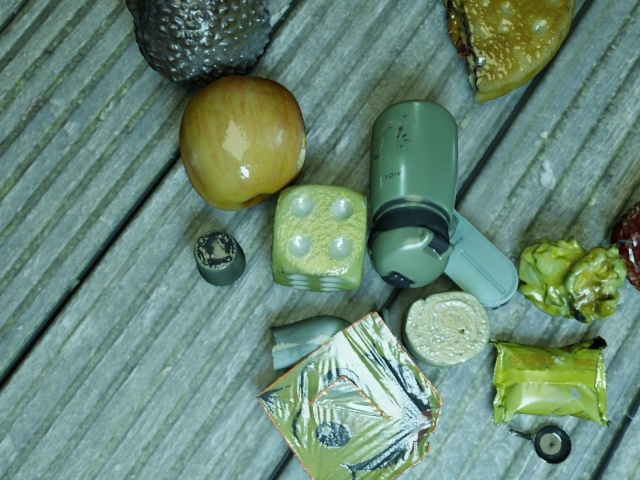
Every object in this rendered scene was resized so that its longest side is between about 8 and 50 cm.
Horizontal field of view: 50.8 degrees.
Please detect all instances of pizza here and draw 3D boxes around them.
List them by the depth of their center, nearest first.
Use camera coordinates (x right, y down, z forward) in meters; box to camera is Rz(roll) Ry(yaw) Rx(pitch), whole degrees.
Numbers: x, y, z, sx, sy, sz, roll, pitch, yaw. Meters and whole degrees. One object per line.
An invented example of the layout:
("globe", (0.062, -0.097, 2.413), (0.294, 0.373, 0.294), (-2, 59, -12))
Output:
("pizza", (0.378, -0.469, 1.392), (0.278, 0.114, 0.408), (20, 76, 6))

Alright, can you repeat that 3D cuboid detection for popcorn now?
("popcorn", (0.448, 0.061, 1.209), (0.174, 0.195, 0.168), (-38, 85, -3))

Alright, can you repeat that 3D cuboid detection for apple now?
("apple", (-0.141, -0.178, 1.275), (0.242, 0.242, 0.240), (-11, 76, -2))

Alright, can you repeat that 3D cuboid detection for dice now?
("dice", (0.000, 0.000, 1.250), (0.166, 0.169, 0.169), (4, 75, 3))

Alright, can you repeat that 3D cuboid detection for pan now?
("pan", (0.394, 0.361, 1.219), (0.115, 0.023, 0.068), (18, 77, 3))

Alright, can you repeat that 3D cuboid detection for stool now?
("stool", (-0.192, 0.032, 1.276), (0.096, 0.110, 0.096), (0, 71, 0))

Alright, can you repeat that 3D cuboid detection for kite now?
("kite", (0.046, 0.306, 1.192), (0.328, 0.013, 0.377), (11, 95, -1))

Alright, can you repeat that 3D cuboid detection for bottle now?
("bottle", (0.165, -0.082, 1.227), (0.169, 0.168, 0.346), (6, 59, 3))

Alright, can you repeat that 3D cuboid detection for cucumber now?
("cucumber", (0.025, 0.323, 1.231), (0.039, 0.039, 0.167), (13, 81, 5))

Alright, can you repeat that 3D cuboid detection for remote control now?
("remote control", (0.267, 0.026, 1.271), (0.104, 0.052, 0.247), (-41, 64, 0))

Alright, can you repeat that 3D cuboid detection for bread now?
("bread", (0.222, 0.161, 1.218), (0.148, 0.141, 0.133), (-3, 79, 2))

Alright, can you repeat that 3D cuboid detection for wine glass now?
("wine glass", (0.018, 0.184, 1.235), (0.222, 0.103, 0.103), (-9, 75, -1))

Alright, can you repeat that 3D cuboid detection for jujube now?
("jujube", (0.646, 0.021, 1.207), (0.232, 0.213, 0.213), (44, 80, 11))

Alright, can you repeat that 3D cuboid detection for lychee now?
("lychee", (-0.237, -0.453, 1.319), (0.300, 0.300, 0.299), (0, 75, 1))

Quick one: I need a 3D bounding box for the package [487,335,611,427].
("package", (0.410, 0.251, 1.215), (0.227, 0.090, 0.168), (3, 72, -1))
